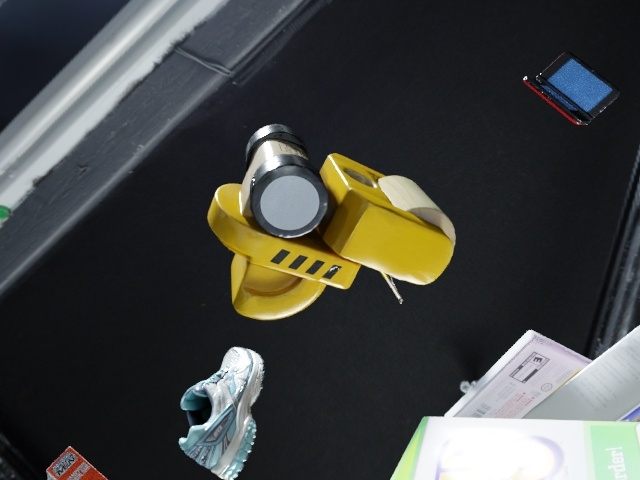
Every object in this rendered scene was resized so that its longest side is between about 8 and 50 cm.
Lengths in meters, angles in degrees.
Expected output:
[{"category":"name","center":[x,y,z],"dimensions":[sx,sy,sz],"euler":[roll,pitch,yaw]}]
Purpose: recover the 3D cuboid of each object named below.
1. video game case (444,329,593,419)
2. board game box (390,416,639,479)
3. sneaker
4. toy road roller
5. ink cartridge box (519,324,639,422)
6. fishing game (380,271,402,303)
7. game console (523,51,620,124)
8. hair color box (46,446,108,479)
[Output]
[{"category":"video game case","center":[0.334,0.254,0.739],"dimensions":[0.206,0.026,0.227],"euler":[27,-56,-2]},{"category":"board game box","center":[0.122,0.151,0.260],"dimensions":[0.259,0.124,0.039],"euler":[-23,-75,47]},{"category":"sneaker","center":[-0.178,0.275,0.885],"dimensions":[0.122,0.283,0.110],"euler":[32,-72,-18]},{"category":"toy road roller","center":[0.000,0.000,0.723],"dimensions":[0.329,0.202,0.241],"euler":[18,-67,-19]},{"category":"ink cartridge box","center":[0.367,0.148,0.543],"dimensions":[0.371,0.176,0.069],"euler":[-39,-132,8]},{"category":"fishing game","center":[0.139,-0.021,1.024],"dimensions":[0.041,0.264,0.189],"euler":[-16,-45,18]},{"category":"game console","center":[0.499,-0.306,0.981],"dimensions":[0.144,0.124,0.085],"euler":[49,-54,20]},{"category":"hair color box","center":[-0.400,0.446,0.869],"dimensions":[0.167,0.053,0.093],"euler":[39,-42,2]}]
